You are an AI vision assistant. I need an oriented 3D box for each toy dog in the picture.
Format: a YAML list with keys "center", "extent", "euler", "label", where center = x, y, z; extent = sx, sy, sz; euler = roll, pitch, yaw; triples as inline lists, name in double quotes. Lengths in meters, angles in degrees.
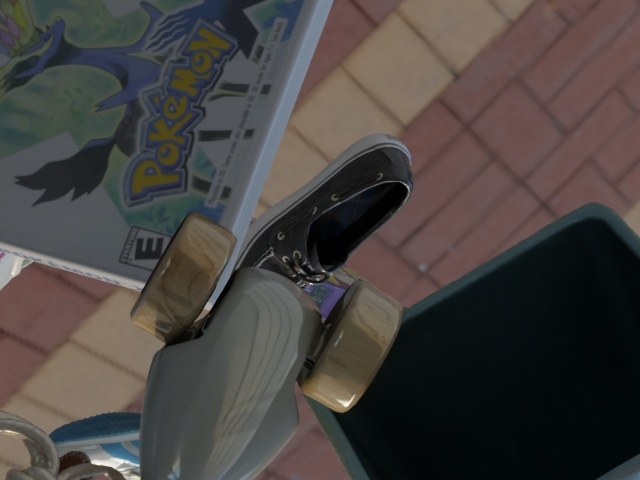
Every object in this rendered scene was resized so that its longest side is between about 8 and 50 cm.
- center: [-0.089, 0.141, 1.049]
  extent: [0.333, 0.220, 0.161]
  euler: [-42, 173, -25]
  label: "toy dog"

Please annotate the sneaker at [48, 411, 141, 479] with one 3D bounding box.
- center: [-0.187, 0.236, 1.814]
  extent: [0.228, 0.087, 0.092]
  euler: [0, 101, -6]
  label: "sneaker"

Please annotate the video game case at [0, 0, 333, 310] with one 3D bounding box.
- center: [-0.157, -0.137, 1.267]
  extent: [0.036, 0.299, 0.329]
  euler: [50, 57, -65]
  label: "video game case"

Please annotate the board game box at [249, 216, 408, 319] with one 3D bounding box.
- center: [-0.078, 0.013, 1.831]
  extent: [0.346, 0.208, 0.056]
  euler: [20, 105, -47]
  label: "board game box"

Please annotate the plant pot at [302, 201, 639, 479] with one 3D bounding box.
- center: [0.175, 0.176, 1.124]
  extent: [0.247, 0.248, 0.252]
  euler: [-31, 123, -1]
  label: "plant pot"

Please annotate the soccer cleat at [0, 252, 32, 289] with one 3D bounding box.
- center: [-0.250, -0.047, 1.573]
  extent: [0.143, 0.116, 0.331]
  euler: [27, 89, -12]
  label: "soccer cleat"

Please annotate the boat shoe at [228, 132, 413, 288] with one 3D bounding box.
- center: [0.000, 0.000, 1.540]
  extent: [0.228, 0.076, 0.080]
  euler: [-39, 126, 17]
  label: "boat shoe"
